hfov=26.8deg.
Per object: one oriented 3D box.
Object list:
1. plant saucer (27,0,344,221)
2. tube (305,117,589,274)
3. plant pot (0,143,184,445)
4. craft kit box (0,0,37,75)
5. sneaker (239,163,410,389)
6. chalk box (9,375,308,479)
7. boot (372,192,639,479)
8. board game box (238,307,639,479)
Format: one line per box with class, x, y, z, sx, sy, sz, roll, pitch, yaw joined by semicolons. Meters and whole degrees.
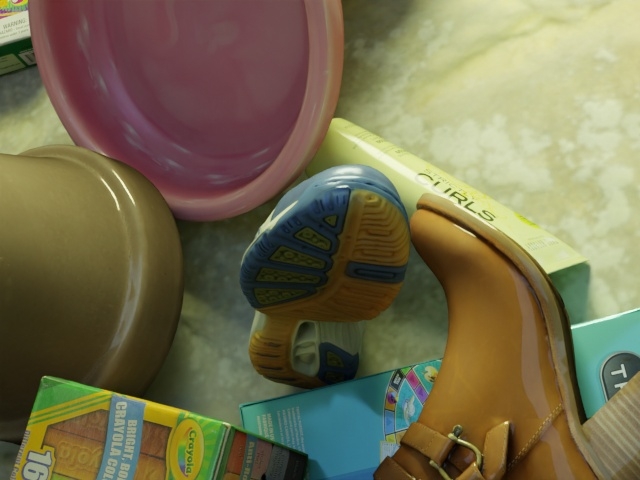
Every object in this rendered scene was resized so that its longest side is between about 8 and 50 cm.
plant saucer;-0.107;-0.184;1.136;0.332;0.084;0.332;14;114;34
tube;0.099;-0.029;1.094;0.240;0.062;0.070;29;63;28
plant pot;-0.280;0.023;1.079;0.263;0.229;0.263;-11;69;31
craft kit box;-0.389;-0.266;1.353;0.249;0.061;0.247;-15;64;12
sneaker;0.001;0.003;0.996;0.111;0.296;0.131;14;63;-4
chalk box;-0.101;0.191;0.957;0.213;0.132;0.132;9;76;28
boot;0.099;0.122;0.942;0.220;0.109;0.283;-43;70;3
board game box;0.123;0.212;0.989;0.336;0.079;0.254;-15;66;12
